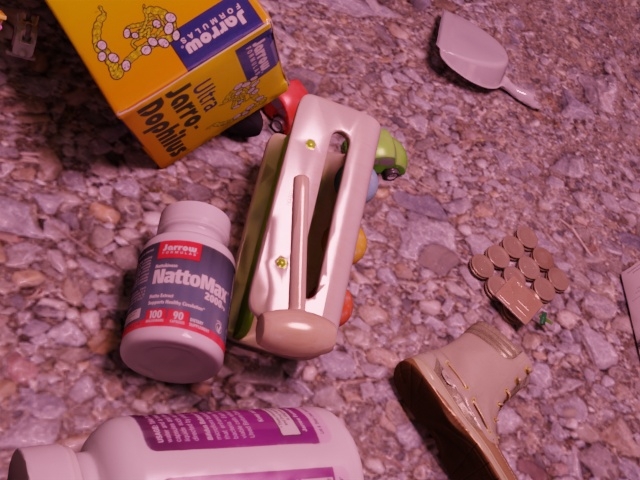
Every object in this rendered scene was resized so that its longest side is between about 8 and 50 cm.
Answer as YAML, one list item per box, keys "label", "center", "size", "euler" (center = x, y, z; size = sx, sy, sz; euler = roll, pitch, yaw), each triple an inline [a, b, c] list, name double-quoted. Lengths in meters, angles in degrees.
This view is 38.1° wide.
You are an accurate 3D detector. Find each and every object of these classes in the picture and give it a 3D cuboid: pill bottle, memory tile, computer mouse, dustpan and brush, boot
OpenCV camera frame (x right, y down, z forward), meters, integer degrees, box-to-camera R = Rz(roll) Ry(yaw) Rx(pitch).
- label: "pill bottle"
  center: [-0.147, 0.052, 0.998]
  size: [0.108, 0.108, 0.180]
  euler: [17, 53, -19]
- label: "memory tile"
  center: [0.279, 0.047, 1.298]
  size: [0.148, 0.012, 0.113]
  euler: [-27, 76, -39]
- label: "computer mouse"
  center: [-0.164, -0.221, 1.193]
  size: [0.041, 0.071, 0.242]
  euler: [-41, 81, -14]
- label: "pill bottle"
  center: [-0.124, 0.243, 0.850]
  size: [0.301, 0.169, 0.169]
  euler: [3, 59, -28]
- label: "dustpan and brush"
  center: [0.271, -0.275, 1.479]
  size: [0.211, 0.060, 0.147]
  euler: [24, 39, -6]
- label: "boot"
  center: [0.205, 0.207, 1.115]
  size: [0.165, 0.077, 0.213]
  euler: [-21, 70, -39]

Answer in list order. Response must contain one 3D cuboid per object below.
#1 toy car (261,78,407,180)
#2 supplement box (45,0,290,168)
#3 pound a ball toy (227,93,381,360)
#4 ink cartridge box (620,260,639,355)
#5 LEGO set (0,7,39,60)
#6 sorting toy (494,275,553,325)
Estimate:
- label: "toy car"
  center: [0.027, -0.128, 1.243]
  size: [0.225, 0.053, 0.239]
  euler: [2, 60, -28]
- label: "supplement box"
  center: [-0.216, -0.299, 1.083]
  size: [0.195, 0.194, 0.356]
  euler: [-33, 77, -3]
- label: "pound a ball toy"
  center: [0.000, 0.000, 1.017]
  size: [0.135, 0.208, 0.319]
  euler: [19, 66, -16]
- label: "ink cartridge box"
  center: [0.540, 0.136, 1.335]
  size: [0.158, 0.092, 0.218]
  euler: [12, 57, -22]
- label: "LEGO set"
  center: [-0.466, -0.236, 1.035]
  size: [0.287, 0.107, 0.132]
  euler: [14, 20, -16]
- label: "sorting toy"
  center: [0.276, 0.091, 1.251]
  size: [0.083, 0.012, 0.062]
  euler: [45, 45, 8]
